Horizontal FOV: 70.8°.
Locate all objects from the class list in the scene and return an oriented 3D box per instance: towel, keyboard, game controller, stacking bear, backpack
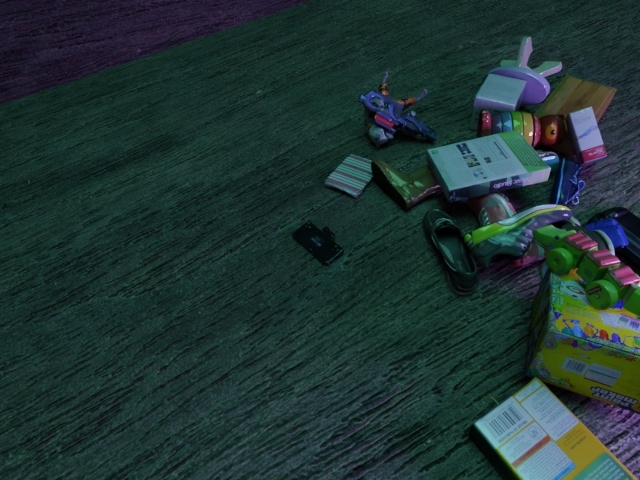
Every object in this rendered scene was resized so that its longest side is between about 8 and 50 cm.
[{"bbox_3d":[0.124,-0.242,1.663,0.144,0.029,0.197,25,54,23],"label":"towel"},{"bbox_3d":[0.000,0.000,1.474,0.108,0.023,0.180,-39,58,-17],"label":"keyboard"},{"bbox_3d":[0.974,0.017,1.356,0.166,0.067,0.319,-14,49,-25],"label":"game controller"},{"bbox_3d":[0.725,-0.391,1.627,0.288,0.176,0.164,-1,14,13],"label":"stacking bear"},{"bbox_3d":[0.825,-0.006,1.333,0.097,0.120,0.101,5,67,-47],"label":"backpack"}]

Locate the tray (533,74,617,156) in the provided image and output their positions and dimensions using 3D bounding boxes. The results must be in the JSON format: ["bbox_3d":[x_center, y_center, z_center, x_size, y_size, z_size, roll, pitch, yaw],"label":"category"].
[{"bbox_3d":[0.982,-0.503,1.771,0.202,0.076,0.411,29,59,26],"label":"tray"}]

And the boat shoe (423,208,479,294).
[{"bbox_3d":[0.404,0.006,1.382,0.112,0.096,0.335,-9,50,-3],"label":"boat shoe"}]

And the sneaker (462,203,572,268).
[{"bbox_3d":[0.568,-0.012,1.286,0.299,0.111,0.122,-23,78,12],"label":"sneaker"}]

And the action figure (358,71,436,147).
[{"bbox_3d":[0.306,-0.493,1.809,0.341,0.178,0.330,34,64,-3],"label":"action figure"}]

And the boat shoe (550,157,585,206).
[{"bbox_3d":[0.835,-0.192,1.504,0.088,0.109,0.258,21,57,16],"label":"boat shoe"}]

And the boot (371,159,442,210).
[{"bbox_3d":[0.346,-0.242,1.603,0.269,0.089,0.236,-28,68,-16],"label":"boot"}]

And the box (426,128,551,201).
[{"bbox_3d":[0.538,-0.248,1.475,0.321,0.059,0.232,-13,45,3],"label":"box"}]

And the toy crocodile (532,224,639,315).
[{"bbox_3d":[0.651,0.059,1.070,0.115,0.105,0.341,-12,39,-17],"label":"toy crocodile"}]

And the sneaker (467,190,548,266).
[{"bbox_3d":[0.548,-0.044,1.399,0.136,0.116,0.314,-26,53,-14],"label":"sneaker"}]

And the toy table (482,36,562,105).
[{"bbox_3d":[0.822,-0.669,1.833,0.274,0.252,0.161,31,73,33],"label":"toy table"}]

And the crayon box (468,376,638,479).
[{"bbox_3d":[0.512,0.491,0.975,0.203,0.083,0.323,-27,52,-17],"label":"crayon box"}]

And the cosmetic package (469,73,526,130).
[{"bbox_3d":[0.694,-0.531,1.769,0.151,0.151,0.184,20,54,21],"label":"cosmetic package"}]

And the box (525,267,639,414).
[{"bbox_3d":[0.681,0.221,1.090,0.289,0.177,0.279,17,41,18],"label":"box"}]

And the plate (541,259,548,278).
[{"bbox_3d":[0.749,0.103,1.317,0.188,0.024,0.188,-2,50,2],"label":"plate"}]

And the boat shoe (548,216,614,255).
[{"bbox_3d":[0.710,0.000,1.282,0.096,0.117,0.324,8,22,1],"label":"boat shoe"}]

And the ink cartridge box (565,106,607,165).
[{"bbox_3d":[0.908,-0.355,1.546,0.072,0.127,0.175,-16,87,24],"label":"ink cartridge box"}]

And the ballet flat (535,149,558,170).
[{"bbox_3d":[0.674,-0.260,1.593,0.315,0.108,0.106,-7,30,-8],"label":"ballet flat"}]
